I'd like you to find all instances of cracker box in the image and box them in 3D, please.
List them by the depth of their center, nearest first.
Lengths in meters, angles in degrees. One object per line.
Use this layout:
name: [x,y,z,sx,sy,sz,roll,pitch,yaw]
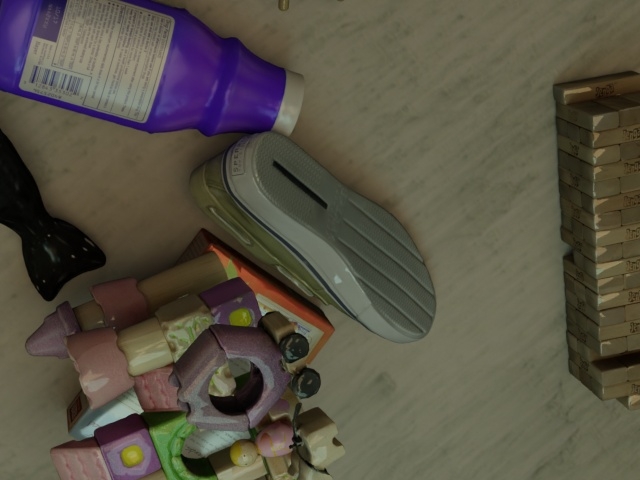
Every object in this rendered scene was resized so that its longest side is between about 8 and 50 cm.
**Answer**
cracker box: [-0.119,0.127,1.299,0.156,0.067,0.232,36,94,-19]

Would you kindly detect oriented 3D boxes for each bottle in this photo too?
bottle: [-0.156,-0.158,1.192,0.283,0.092,0.118,14,101,-17]

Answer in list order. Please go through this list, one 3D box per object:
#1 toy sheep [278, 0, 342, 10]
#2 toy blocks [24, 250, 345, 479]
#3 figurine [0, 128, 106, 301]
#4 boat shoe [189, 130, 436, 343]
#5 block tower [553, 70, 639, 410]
toy sheep: [-0.016,-0.259,1.202,0.132,0.091,0.091,-18,110,-28]
toy blocks: [-0.138,0.195,1.112,0.260,0.309,0.288,-22,108,-13]
figurine: [-0.325,0.016,1.191,0.215,0.092,0.209,-35,135,-1]
boat shoe: [0.000,0.000,1.280,0.302,0.094,0.109,44,52,-33]
block tower: [0.304,0.004,1.353,0.091,0.097,0.335,-11,107,-11]
